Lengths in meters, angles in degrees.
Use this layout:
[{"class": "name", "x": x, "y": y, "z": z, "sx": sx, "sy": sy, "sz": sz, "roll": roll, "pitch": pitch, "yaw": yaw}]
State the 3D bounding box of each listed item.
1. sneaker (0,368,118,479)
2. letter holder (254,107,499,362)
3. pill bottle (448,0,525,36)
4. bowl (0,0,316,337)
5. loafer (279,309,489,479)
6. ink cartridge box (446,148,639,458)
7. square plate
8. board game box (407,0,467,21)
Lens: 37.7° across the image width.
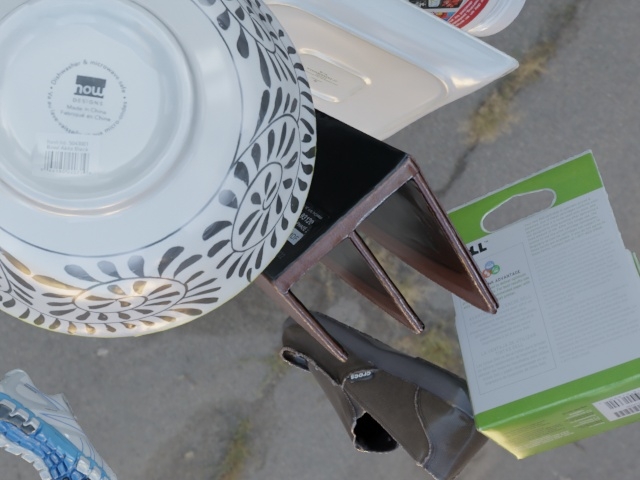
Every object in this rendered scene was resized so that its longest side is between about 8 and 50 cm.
[{"class": "sneaker", "x": -0.270, "y": 0.206, "z": 0.983, "sx": 0.071, "sy": 0.083, "sz": 0.190, "roll": -25, "pitch": 118, "yaw": 23}, {"class": "letter holder", "x": 0.000, "y": 0.000, "z": 0.904, "sx": 0.152, "sy": 0.302, "sz": 0.214, "roll": -43, "pitch": 125, "yaw": -8}, {"class": "pill bottle", "x": 0.163, "y": -0.468, "z": 1.546, "sx": 0.408, "sy": 0.229, "sz": 0.229, "roll": 6, "pitch": 122, "yaw": -46}, {"class": "bowl", "x": -0.083, "y": -0.046, "z": 0.348, "sx": 0.170, "sy": 0.080, "sz": 0.170, "roll": 0, "pitch": 87, "yaw": -5}, {"class": "loafer", "x": 0.053, "y": 0.184, "z": 1.134, "sx": 0.134, "sy": 0.366, "sz": 0.130, "roll": 31, "pitch": 82, "yaw": -34}, {"class": "ink cartridge box", "x": 0.235, "y": 0.061, "z": 0.939, "sx": 0.189, "sy": 0.255, "sz": 0.097, "roll": -25, "pitch": 140, "yaw": 23}, {"class": "square plate", "x": 0.009, "y": -0.221, "z": 1.177, "sx": 0.347, "sy": 0.344, "sz": 0.049, "roll": 22, "pitch": 71, "yaw": -21}, {"class": "board game box", "x": 0.130, "y": -0.360, "z": 1.165, "sx": 0.193, "sy": 0.053, "sz": 0.305, "roll": -43, "pitch": 161, "yaw": 26}]
